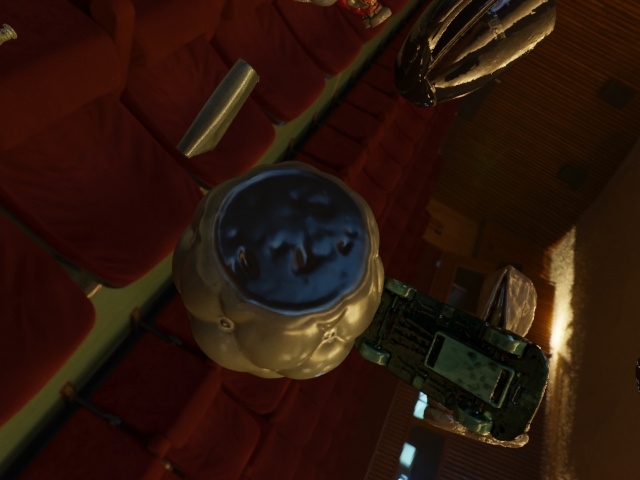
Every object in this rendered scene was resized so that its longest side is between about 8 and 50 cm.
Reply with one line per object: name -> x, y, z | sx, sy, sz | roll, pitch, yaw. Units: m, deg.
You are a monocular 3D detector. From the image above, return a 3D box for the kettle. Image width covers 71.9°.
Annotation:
kettle -> 0.260, -0.388, 0.826 | 0.290, 0.207, 0.268 | -38, 164, 0

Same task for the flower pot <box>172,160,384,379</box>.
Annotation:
flower pot -> -0.045, 0.037, 0.514 | 0.246, 0.246, 0.195 | -58, 176, -30

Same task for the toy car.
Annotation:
toy car -> 0.187, 0.163, 0.668 | 0.125, 0.305, 0.136 | 17, 95, -46

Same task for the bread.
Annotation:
bread -> 0.432, 0.472, 1.161 | 0.183, 0.337, 0.102 | -6, -114, 53

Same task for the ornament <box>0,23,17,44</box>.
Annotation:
ornament -> -0.641, -0.391, 0.856 | 0.092, 0.068, 0.041 | -36, 132, -14

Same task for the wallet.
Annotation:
wallet -> -0.239, -0.319, 1.081 | 0.251, 0.054, 0.290 | -52, -167, 9

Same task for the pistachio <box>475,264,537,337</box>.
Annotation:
pistachio -> 0.573, 0.194, 1.363 | 0.288, 0.166, 0.197 | -53, 140, -44

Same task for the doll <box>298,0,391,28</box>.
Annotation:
doll -> 0.005, -0.312, 0.527 | 0.079, 0.180, 0.094 | -62, -156, 14

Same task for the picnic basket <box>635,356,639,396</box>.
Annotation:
picnic basket -> 0.578, 0.131, 0.543 | 0.337, 0.293, 0.337 | -29, -146, 22
